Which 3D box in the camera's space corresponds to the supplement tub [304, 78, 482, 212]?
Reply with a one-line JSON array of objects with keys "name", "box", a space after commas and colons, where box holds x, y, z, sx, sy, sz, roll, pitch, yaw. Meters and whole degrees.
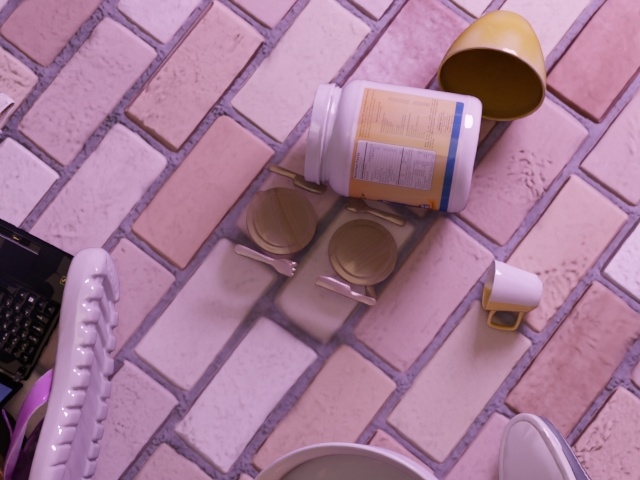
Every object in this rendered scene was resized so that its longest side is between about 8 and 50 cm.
[{"name": "supplement tub", "box": [0.088, -0.117, 1.881, 0.199, 0.144, 0.144, 9, 82, 5]}]

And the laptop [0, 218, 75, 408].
[{"name": "laptop", "box": [-0.455, 0.085, 1.881, 0.234, 0.136, 0.264, 27, 83, 6]}]

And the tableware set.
[{"name": "tableware set", "box": [0.000, 0.000, 1.923, 0.194, 0.039, 0.128, 22, 71, 0]}]

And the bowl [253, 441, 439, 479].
[{"name": "bowl", "box": [0.052, 0.356, 1.793, 0.297, 0.134, 0.298, 3, 102, 16]}]

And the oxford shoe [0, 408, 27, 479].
[{"name": "oxford shoe", "box": [-0.371, 0.308, 1.887, 0.076, 0.076, 0.212, -33, 83, 28]}]

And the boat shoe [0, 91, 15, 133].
[{"name": "boat shoe", "box": [-0.421, -0.141, 1.967, 0.035, 0.035, 0.100, 28, 77, 9]}]

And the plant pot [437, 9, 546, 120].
[{"name": "plant pot", "box": [0.220, -0.226, 1.911, 0.134, 0.134, 0.095, 15, 58, 5]}]

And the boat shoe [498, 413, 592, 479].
[{"name": "boat shoe", "box": [0.310, 0.352, 1.840, 0.099, 0.116, 0.320, -8, 68, -42]}]

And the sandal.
[{"name": "sandal", "box": [-0.322, 0.209, 1.848, 0.102, 0.169, 0.416, 6, 66, 11]}]

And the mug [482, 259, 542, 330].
[{"name": "mug", "box": [0.234, 0.065, 1.898, 0.064, 0.078, 0.062, 11, 49, -4]}]
